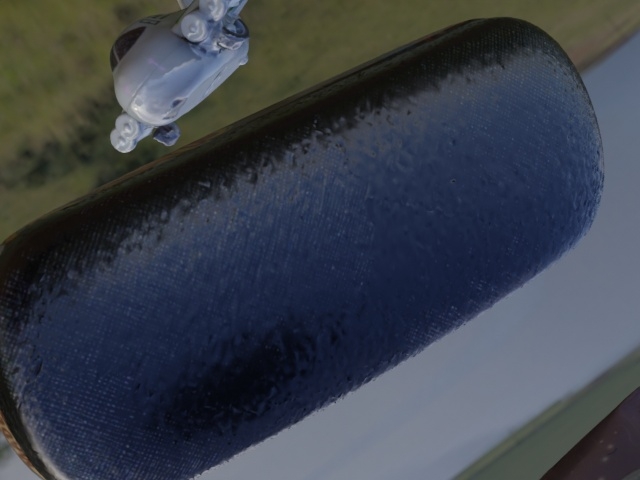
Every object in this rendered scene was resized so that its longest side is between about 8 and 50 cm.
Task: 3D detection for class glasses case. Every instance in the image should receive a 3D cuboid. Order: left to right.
[{"bbox_3d":[0.000,0.000,0.666,0.321,0.122,0.082,-28,-169,-30],"label":"glasses case"}]

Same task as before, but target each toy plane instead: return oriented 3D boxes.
[{"bbox_3d":[-0.103,-0.139,1.121,0.174,0.080,0.174,-52,-178,3],"label":"toy plane"}]

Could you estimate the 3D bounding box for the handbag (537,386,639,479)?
[{"bbox_3d":[0.124,0.138,0.493,0.117,0.173,0.095,-44,134,0],"label":"handbag"}]
